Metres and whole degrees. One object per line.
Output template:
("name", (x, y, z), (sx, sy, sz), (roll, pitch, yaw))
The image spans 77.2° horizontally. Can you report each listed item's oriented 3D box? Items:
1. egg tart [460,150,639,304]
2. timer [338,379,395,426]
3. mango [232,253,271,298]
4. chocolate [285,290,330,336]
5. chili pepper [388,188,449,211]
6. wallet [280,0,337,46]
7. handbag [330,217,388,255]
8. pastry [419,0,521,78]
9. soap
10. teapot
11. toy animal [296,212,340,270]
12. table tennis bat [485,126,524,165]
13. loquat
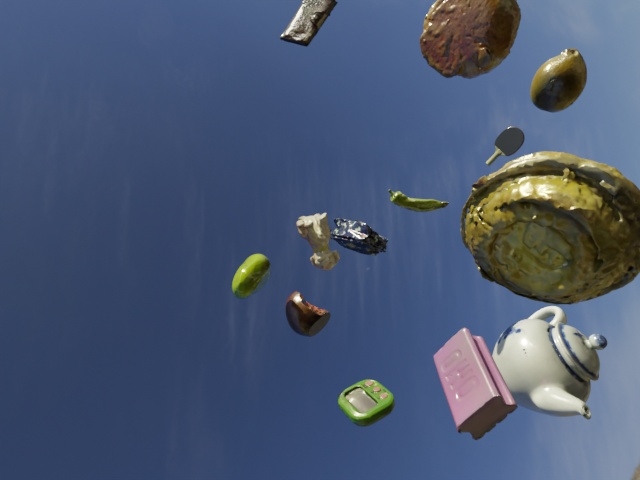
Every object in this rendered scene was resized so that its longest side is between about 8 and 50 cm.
("egg tart", (0.351, -0.002, 0.635), (0.095, 0.279, 0.279), (-35, -76, -42))
("timer", (0.120, 0.426, 1.057), (0.128, 0.140, 0.047), (-20, -75, -21))
("mango", (-0.195, 0.101, 1.156), (0.089, 0.163, 0.117), (32, -76, -4))
("chocolate", (-0.049, 0.219, 1.239), (0.127, 0.133, 0.124), (-28, -41, -30))
("chili pepper", (0.286, -0.104, 1.150), (0.208, 0.049, 0.043), (9, -66, -20))
("wallet", (-0.042, -0.793, 1.428), (0.232, 0.122, 0.031), (-61, -20, -14))
("handbag", (0.155, -0.013, 1.657), (0.162, 0.260, 0.113), (28, -100, -39))
("pastry", (0.336, -0.483, 0.901), (0.100, 0.218, 0.229), (-15, -43, -45))
("soap", (0.322, 0.299, 0.860), (0.065, 0.122, 0.203), (30, -157, -14))
("teapot", (0.625, 0.322, 1.080), (0.252, 0.280, 0.424), (44, -146, -5))
("toy animal", (-0.011, 0.006, 1.344), (0.104, 0.184, 0.185), (-29, -74, -13))
("table tennis bat", (0.644, -0.327, 1.411), (0.013, 0.156, 0.087), (-11, -122, -44))
("loquat", (0.762, -0.507, 1.281), (0.152, 0.152, 0.195), (-38, -31, -36))
